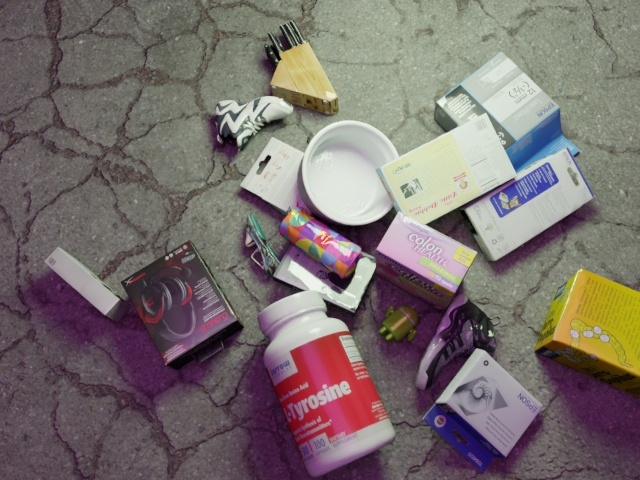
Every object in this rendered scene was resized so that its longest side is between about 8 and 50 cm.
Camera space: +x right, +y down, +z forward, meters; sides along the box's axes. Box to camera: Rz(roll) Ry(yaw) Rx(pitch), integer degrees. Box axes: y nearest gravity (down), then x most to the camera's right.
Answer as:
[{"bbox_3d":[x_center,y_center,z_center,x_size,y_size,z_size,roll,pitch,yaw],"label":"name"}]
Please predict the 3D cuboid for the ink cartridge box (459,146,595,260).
[{"bbox_3d":[0.554,-0.099,1.744,0.332,0.065,0.165,-30,95,-5],"label":"ink cartridge box"}]

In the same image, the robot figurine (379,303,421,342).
[{"bbox_3d":[0.207,0.216,1.693,0.115,0.067,0.101,-40,66,-9],"label":"robot figurine"}]

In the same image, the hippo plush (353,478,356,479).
[{"bbox_3d":[0.131,0.708,1.499,0.236,0.234,0.294,17,89,-22],"label":"hippo plush"}]

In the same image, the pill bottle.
[{"bbox_3d":[0.000,0.339,1.585,0.229,0.229,0.408,-24,72,-4],"label":"pill bottle"}]

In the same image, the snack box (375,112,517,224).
[{"bbox_3d":[0.328,-0.176,1.696,0.321,0.060,0.187,-27,93,-6],"label":"snack box"}]

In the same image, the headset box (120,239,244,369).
[{"bbox_3d":[-0.356,0.183,1.722,0.218,0.110,0.293,-31,73,-6],"label":"headset box"}]

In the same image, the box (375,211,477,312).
[{"bbox_3d":[0.259,0.061,1.647,0.213,0.243,0.117,29,76,12],"label":"box"}]

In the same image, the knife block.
[{"bbox_3d":[-0.044,-0.525,1.939,0.275,0.088,0.242,18,75,10],"label":"knife block"}]

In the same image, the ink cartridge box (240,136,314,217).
[{"bbox_3d":[-0.087,-0.168,1.851,0.224,0.056,0.181,28,76,17],"label":"ink cartridge box"}]

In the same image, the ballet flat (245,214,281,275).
[{"bbox_3d":[-0.171,0.016,1.789,0.070,0.070,0.188,-30,71,-5],"label":"ballet flat"}]

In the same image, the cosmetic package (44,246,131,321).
[{"bbox_3d":[-0.632,0.120,1.771,0.239,0.099,0.060,37,76,14],"label":"cosmetic package"}]

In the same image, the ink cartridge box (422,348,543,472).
[{"bbox_3d":[0.397,0.418,1.580,0.223,0.045,0.224,42,80,-11],"label":"ink cartridge box"}]

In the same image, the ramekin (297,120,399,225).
[{"bbox_3d":[0.069,-0.171,1.752,0.277,0.135,0.277,1,84,-15],"label":"ramekin"}]

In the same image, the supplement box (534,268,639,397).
[{"bbox_3d":[0.741,0.245,1.578,0.356,0.194,0.195,23,75,12],"label":"supplement box"}]

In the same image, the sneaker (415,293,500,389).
[{"bbox_3d":[0.353,0.279,1.644,0.153,0.101,0.269,28,77,11],"label":"sneaker"}]

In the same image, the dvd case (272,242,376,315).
[{"bbox_3d":[0.017,0.078,1.744,0.238,0.030,0.179,23,61,9],"label":"dvd case"}]

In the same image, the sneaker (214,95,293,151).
[{"bbox_3d":[-0.197,-0.328,1.885,0.234,0.094,0.153,1,74,5],"label":"sneaker"}]

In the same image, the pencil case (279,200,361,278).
[{"bbox_3d":[0.000,0.000,1.713,0.236,0.104,0.104,37,78,13],"label":"pencil case"}]

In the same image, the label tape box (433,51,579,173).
[{"bbox_3d":[0.526,-0.321,1.819,0.249,0.115,0.348,-38,72,-7],"label":"label tape box"}]
